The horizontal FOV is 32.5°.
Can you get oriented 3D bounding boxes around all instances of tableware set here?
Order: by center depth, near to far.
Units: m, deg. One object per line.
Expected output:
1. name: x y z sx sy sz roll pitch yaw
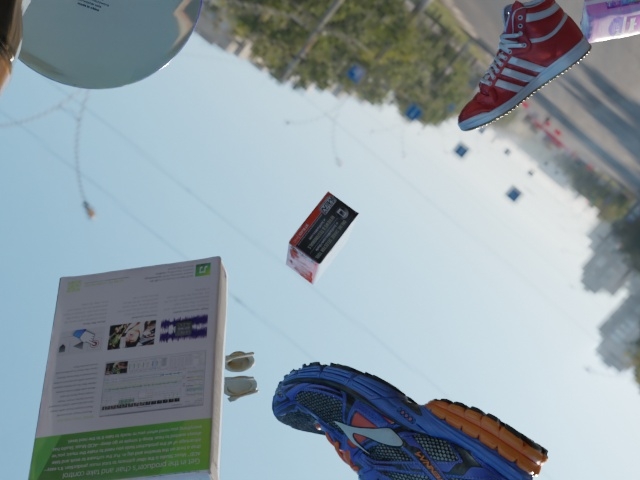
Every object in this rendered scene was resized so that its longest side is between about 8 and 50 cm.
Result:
1. tableware set: -0.179 0.236 1.893 0.169 0.141 0.020 87 173 -48

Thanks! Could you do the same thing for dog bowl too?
1. dog bowl: -0.273 -0.321 1.327 0.265 0.265 0.104 35 -164 -24

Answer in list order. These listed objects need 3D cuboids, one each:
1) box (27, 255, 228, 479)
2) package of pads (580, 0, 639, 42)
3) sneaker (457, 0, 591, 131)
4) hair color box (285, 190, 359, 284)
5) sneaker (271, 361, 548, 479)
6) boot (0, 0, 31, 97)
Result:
1. box: -0.238 0.175 1.408 0.058 0.232 0.322 72 -167 -50
2. package of pads: 0.281 -0.210 1.004 0.050 0.083 0.032 69 -167 -67
3. sneaker: 0.143 -0.140 0.846 0.067 0.118 0.042 52 -175 -16
4. hair color box: 0.000 0.000 1.201 0.043 0.072 0.141 37 168 4
5. sneaker: 0.044 0.145 0.760 0.221 0.087 0.083 11 160 43
6. boot: -0.232 -0.121 0.706 0.082 0.106 0.219 32 156 -27
